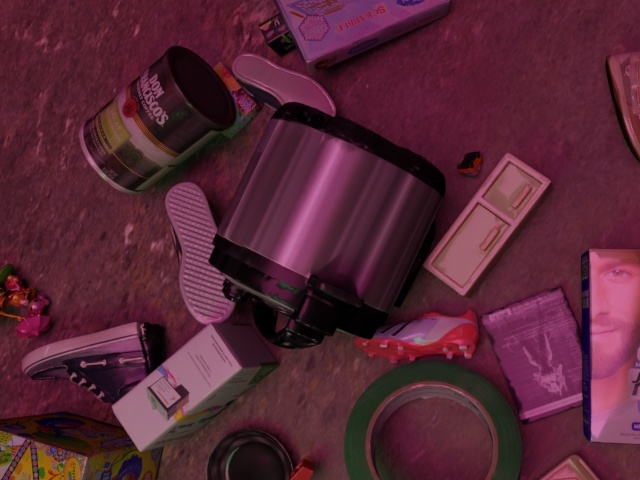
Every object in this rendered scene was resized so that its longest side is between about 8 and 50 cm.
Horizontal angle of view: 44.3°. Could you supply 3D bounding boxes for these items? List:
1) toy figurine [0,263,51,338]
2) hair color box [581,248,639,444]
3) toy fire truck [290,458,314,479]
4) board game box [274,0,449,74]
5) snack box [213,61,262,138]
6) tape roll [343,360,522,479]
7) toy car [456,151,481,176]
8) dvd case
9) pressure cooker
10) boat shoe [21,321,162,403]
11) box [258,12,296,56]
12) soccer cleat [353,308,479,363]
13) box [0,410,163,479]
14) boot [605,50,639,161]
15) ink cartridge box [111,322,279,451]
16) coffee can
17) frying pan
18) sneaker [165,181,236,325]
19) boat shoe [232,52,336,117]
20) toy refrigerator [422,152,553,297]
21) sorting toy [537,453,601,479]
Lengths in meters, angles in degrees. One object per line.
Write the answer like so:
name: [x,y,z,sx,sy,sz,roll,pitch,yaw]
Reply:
toy figurine: [-0.700,0.158,1.844,0.159,0.130,0.173,21,66,7]
hair color box: [0.562,0.185,1.386,0.185,0.110,0.338,0,82,12]
toy fire truck: [-0.029,0.548,1.559,0.135,0.047,0.192,30,93,-2]
board game box: [0.055,-0.548,1.635,0.319,0.066,0.317,-24,76,-1]
snack box: [-0.212,-0.313,1.754,0.100,0.037,0.141,-43,72,12]
tape roll: [0.206,0.384,1.448,0.322,0.077,0.321,-6,60,10]
toy car: [0.269,-0.138,1.581,0.122,0.060,0.040,-16,123,33]
dvd case: [0.419,0.217,1.486,0.165,0.018,0.221,-23,76,14]
pressure cooker: [-0.006,-0.003,1.473,0.376,0.370,0.420,25,88,23]
boat shoe: [-0.502,0.295,1.730,0.341,0.127,0.158,-18,71,15]
box: [-0.085,-0.446,1.703,0.062,0.083,0.052,-28,76,14]
soccer cleat: [0.189,0.184,1.547,0.248,0.083,0.095,-4,53,23]
box: [-0.530,0.482,1.633,0.279,0.290,0.176,10,86,19]
boot: [0.628,-0.262,1.444,0.165,0.077,0.213,-13,77,15]
ink cartridge box: [-0.251,0.296,1.607,0.278,0.201,0.117,-40,73,10]
coffee can: [-0.347,-0.252,1.682,0.275,0.202,0.201,-33,74,24]
frying pan: [-0.110,0.539,1.610,0.197,0.053,0.326,-35,76,12]
sneaker: [-0.242,0.040,1.666,0.126,0.127,0.321,-14,68,-4]
boat shoe: [-0.077,-0.311,1.684,0.255,0.079,0.095,27,77,12]
toy refrigerator: [0.321,-0.027,1.509,0.102,0.094,0.269,39,96,19]
sorting toy: [0.452,0.523,1.432,0.208,0.038,0.193,-43,72,14]
